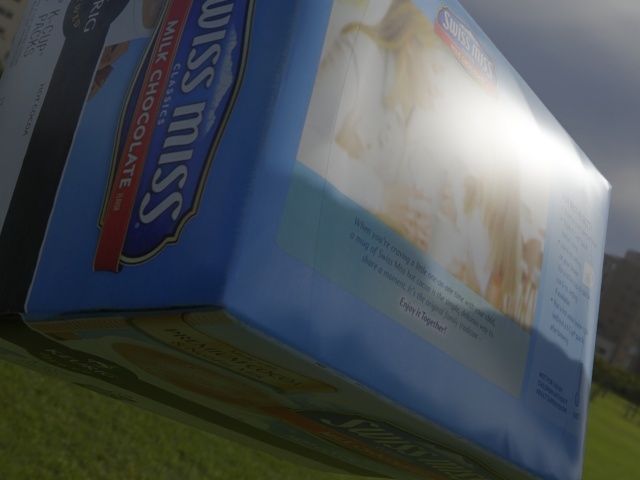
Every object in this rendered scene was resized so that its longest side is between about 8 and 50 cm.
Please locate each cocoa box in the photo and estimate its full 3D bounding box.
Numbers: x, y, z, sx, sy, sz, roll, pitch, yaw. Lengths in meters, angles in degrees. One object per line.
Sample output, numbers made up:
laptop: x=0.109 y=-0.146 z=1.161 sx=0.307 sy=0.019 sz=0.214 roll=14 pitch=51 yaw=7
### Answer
cocoa box: x=0.000 y=0.000 z=0.559 sx=0.228 sy=0.231 sz=0.347 roll=-4 pitch=-27 yaw=38
